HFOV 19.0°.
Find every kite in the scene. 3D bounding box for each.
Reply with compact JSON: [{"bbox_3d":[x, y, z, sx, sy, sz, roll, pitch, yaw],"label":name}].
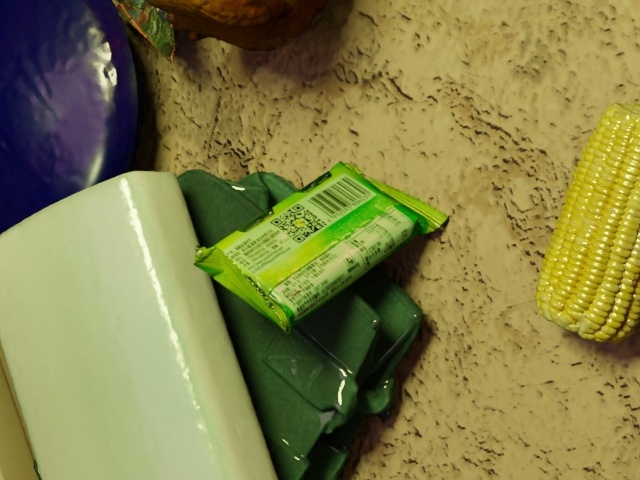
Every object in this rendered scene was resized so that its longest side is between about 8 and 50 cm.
[{"bbox_3d":[-0.130,-0.235,1.567,0.183,0.014,0.241,-37,47,48],"label":"kite"}]

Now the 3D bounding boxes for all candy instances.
[{"bbox_3d":[0.000,0.001,1.415,0.102,0.178,0.032,36,141,25],"label":"candy"}]

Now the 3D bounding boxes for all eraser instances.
[{"bbox_3d":[-0.148,0.113,1.461,0.189,0.104,0.290,-27,75,37],"label":"eraser"}]

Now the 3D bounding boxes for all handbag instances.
[{"bbox_3d":[-0.076,0.123,1.525,0.238,0.089,0.326,42,114,28],"label":"handbag"}]

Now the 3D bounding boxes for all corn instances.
[{"bbox_3d":[0.203,-0.013,1.323,0.085,0.063,0.165,33,110,58],"label":"corn"}]

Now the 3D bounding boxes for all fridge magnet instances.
[{"bbox_3d":[-0.249,-0.114,1.630,0.265,0.113,0.265,2,93,37],"label":"fridge magnet"}]

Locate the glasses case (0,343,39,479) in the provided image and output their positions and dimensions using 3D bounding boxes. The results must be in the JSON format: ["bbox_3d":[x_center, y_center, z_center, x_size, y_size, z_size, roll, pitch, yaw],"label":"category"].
[{"bbox_3d":[-0.300,0.150,1.646,0.144,0.076,0.336,-9,101,45],"label":"glasses case"}]

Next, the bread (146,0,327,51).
[{"bbox_3d":[-0.049,-0.258,1.408,0.135,0.232,0.246,27,100,20],"label":"bread"}]
